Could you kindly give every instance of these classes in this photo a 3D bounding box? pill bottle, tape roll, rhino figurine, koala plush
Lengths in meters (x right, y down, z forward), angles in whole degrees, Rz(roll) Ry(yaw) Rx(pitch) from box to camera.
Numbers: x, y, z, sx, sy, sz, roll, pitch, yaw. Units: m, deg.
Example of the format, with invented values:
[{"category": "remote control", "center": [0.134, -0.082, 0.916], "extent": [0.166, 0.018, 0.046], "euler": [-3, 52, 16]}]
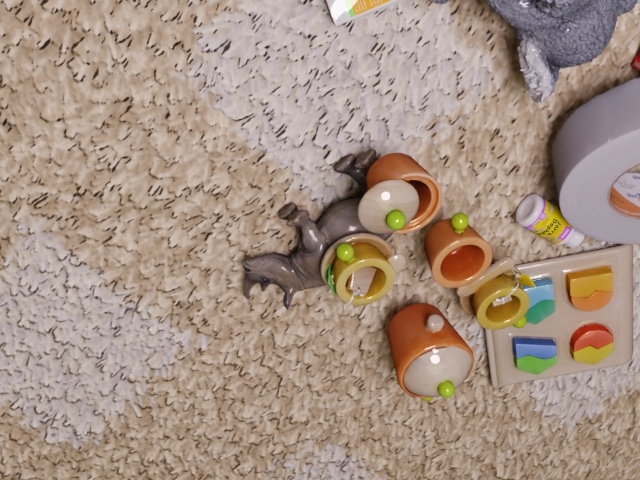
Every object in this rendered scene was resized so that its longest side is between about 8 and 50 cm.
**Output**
[{"category": "pill bottle", "center": [0.287, -0.022, 0.923], "extent": [0.083, 0.043, 0.043], "euler": [26, 111, -19]}, {"category": "tape roll", "center": [0.375, -0.084, 0.832], "extent": [0.219, 0.072, 0.219], "euler": [2, 145, 2]}, {"category": "rhino figurine", "center": [0.000, 0.000, 0.885], "extent": [0.243, 0.073, 0.106], "euler": [-39, 112, 15]}, {"category": "koala plush", "center": [0.230, -0.249, 0.730], "extent": [0.196, 0.203, 0.221], "euler": [-48, 139, -3]}]

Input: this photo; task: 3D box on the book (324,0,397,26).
[{"category": "book", "center": [0.064, -0.294, 0.763], "extent": [0.144, 0.035, 0.096], "euler": [-21, 116, 3]}]

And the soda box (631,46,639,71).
[{"category": "soda box", "center": [0.496, -0.191, 0.832], "extent": [0.263, 0.092, 0.083], "euler": [11, 118, -12]}]

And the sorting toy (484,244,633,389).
[{"category": "sorting toy", "center": [0.324, 0.109, 0.998], "extent": [0.208, 0.038, 0.193], "euler": [-13, 118, 0]}]

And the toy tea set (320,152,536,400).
[{"category": "toy tea set", "center": [0.122, 0.060, 0.836], "extent": [0.200, 0.124, 0.336], "euler": [-36, 128, 12]}]
